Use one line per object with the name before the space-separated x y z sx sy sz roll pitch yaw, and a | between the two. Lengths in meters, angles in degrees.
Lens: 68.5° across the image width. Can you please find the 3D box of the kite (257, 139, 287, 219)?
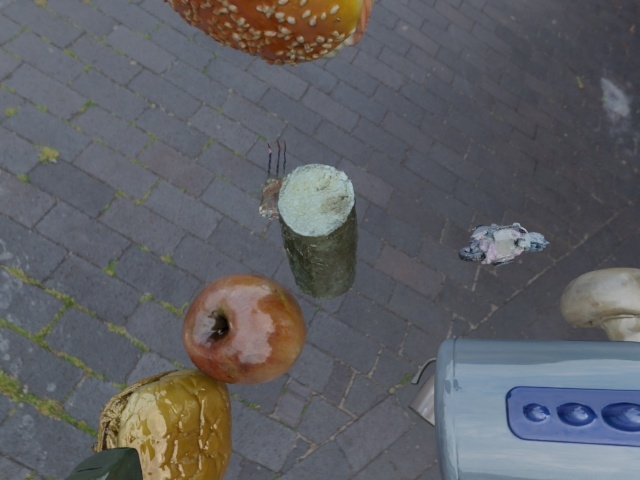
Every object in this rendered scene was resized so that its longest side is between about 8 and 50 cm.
kite | -0.128 -0.168 1.332 0.127 0.016 0.229 -19 116 -45

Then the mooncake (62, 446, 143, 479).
mooncake | -0.289 0.377 0.638 0.104 0.168 0.175 -15 58 12

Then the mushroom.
mushroom | 0.634 0.152 0.999 0.206 0.206 0.209 -26 89 -31

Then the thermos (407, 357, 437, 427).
thermos | 0.323 0.403 1.301 0.137 0.105 0.193 25 74 40

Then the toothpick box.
toothpick box | 0.346 0.250 0.642 0.355 0.263 0.263 -4 58 19

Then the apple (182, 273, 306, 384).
apple | -0.155 0.189 0.998 0.254 0.253 0.253 10 61 -18

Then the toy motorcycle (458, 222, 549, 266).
toy motorcycle | 0.507 0.006 1.280 0.239 0.204 0.108 -48 127 -39

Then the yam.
yam | 0.000 0.000 0.869 0.154 0.254 0.154 -2 44 2

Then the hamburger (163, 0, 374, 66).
hamburger | -0.054 -0.256 0.428 0.237 0.237 0.147 9 88 -18

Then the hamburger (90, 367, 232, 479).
hamburger | -0.304 0.416 0.951 0.319 0.158 0.318 14 74 -59
